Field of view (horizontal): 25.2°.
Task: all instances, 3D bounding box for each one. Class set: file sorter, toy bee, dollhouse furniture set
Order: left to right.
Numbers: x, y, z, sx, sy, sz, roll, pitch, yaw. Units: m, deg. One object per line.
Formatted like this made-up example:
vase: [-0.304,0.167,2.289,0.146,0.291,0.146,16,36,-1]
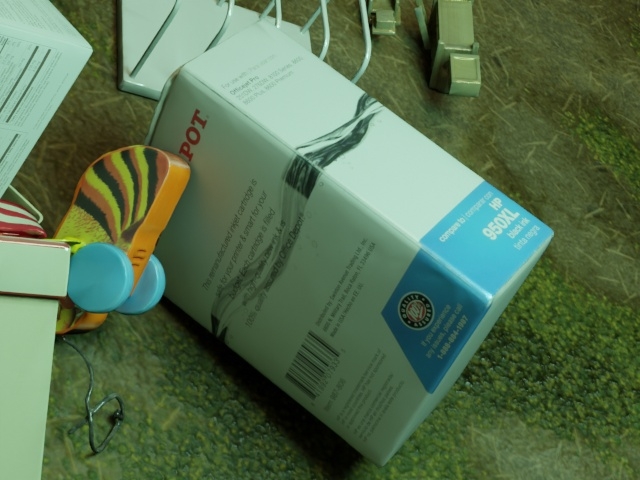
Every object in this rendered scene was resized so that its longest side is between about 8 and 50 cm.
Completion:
toy bee: [-0.251,0.034,1.442,0.162,0.195,0.298,17,70,18]
file sorter: [-0.094,-0.275,1.793,0.277,0.173,0.193,14,51,-27]
dollhouse furniture set: [0.137,-0.259,2.030,0.160,0.101,0.182,4,52,-3]

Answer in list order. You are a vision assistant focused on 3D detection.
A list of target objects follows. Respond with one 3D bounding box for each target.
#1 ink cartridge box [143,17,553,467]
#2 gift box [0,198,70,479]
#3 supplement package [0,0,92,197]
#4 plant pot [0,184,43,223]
ink cartridge box: [0.000,0.000,1.517,0.395,0.285,0.166,38,42,11]
gift box: [-0.383,0.080,1.226,0.255,0.276,0.258,7,89,-36]
supplement package: [-0.396,-0.176,1.301,0.199,0.198,0.262,46,21,28]
plant pot: [-0.367,-0.008,1.445,0.109,0.096,0.109,43,44,0]
